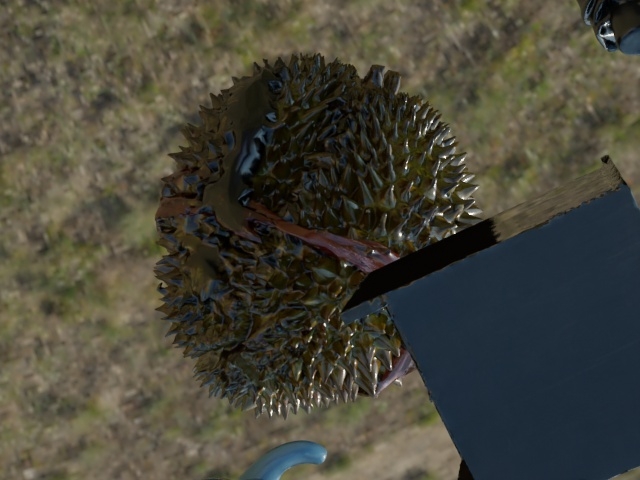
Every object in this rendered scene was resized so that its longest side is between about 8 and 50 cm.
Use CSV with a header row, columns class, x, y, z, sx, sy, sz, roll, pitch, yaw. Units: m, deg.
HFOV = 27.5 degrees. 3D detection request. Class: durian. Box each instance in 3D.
class,x,y,z,sx,sy,sz,roll,pitch,yaw
durian,-0.005,-0.002,1.334,0.347,0.347,0.384,32,83,-55

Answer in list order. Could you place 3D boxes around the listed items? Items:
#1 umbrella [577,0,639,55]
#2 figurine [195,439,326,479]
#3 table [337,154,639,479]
class,x,y,z,sx,sy,sz,roll,pitch,yaw
umbrella,0.279,-0.286,1.266,0.110,0.272,0.122,13,141,-27
figurine,-0.029,0.259,1.019,0.180,0.154,0.262,-41,133,-17
table,0.143,0.065,0.868,0.193,0.169,0.172,-26,-177,12
